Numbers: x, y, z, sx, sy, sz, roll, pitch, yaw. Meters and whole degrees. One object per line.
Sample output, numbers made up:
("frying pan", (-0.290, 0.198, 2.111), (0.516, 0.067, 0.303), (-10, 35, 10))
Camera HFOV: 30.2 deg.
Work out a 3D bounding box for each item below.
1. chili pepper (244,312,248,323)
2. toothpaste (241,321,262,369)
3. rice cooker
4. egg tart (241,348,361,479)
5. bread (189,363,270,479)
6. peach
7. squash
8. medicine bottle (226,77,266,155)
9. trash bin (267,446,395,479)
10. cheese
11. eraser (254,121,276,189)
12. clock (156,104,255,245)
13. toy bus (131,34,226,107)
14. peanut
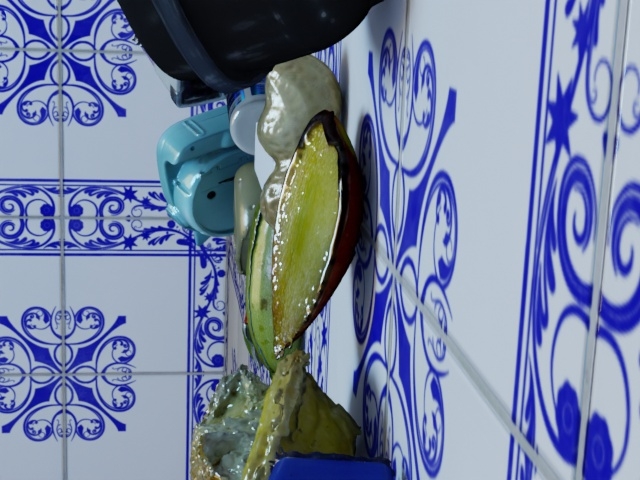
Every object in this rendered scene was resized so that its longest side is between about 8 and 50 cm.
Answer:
("chili pepper", (-0.111, 0.139, 2.188), (0.050, 0.059, 0.191), (117, 156, -55))
("toothpaste", (-0.091, 0.151, 1.924), (0.248, 0.047, 0.078), (-34, -75, -82))
("rice cooker", (-0.067, -0.285, 1.148), (0.267, 0.225, 0.267), (45, -143, -49))
("egg tart", (-0.030, 0.273, 1.249), (0.315, 0.120, 0.314), (15, -90, -87))
("bread", (-0.118, 0.352, 1.832), (0.314, 0.171, 0.192), (-101, 18, -58))
("peach", (0.004, -0.001, 1.290), (0.189, 0.068, 0.279), (-142, 63, -70))
("squash", (-0.069, 0.078, 1.781), (0.094, 0.095, 0.340), (-120, 31, -74))
("medicine bottle", (-0.101, -0.224, 1.953), (0.191, 0.107, 0.107), (-102, 15, -59))
("trash bin", (0.013, 0.278, 0.981), (0.234, 0.184, 0.162), (-75, -12, -76))
("cheese", (-0.106, -0.052, 2.049), (0.202, 0.091, 0.175), (-96, 9, -46))
("eraser", (-0.041, -0.100, 1.623), (0.298, 0.078, 0.076), (-117, 28, -73))
("clock", (-0.176, -0.109, 2.155), (0.094, 0.224, 0.274), (42, 146, 42))
("toy bus", (-0.197, -0.468, 2.008), (0.249, 0.209, 0.439), (52, 150, 35))
("peanut", (-0.025, -0.114, 1.427), (0.085, 0.104, 0.227), (-62, -28, -79))
